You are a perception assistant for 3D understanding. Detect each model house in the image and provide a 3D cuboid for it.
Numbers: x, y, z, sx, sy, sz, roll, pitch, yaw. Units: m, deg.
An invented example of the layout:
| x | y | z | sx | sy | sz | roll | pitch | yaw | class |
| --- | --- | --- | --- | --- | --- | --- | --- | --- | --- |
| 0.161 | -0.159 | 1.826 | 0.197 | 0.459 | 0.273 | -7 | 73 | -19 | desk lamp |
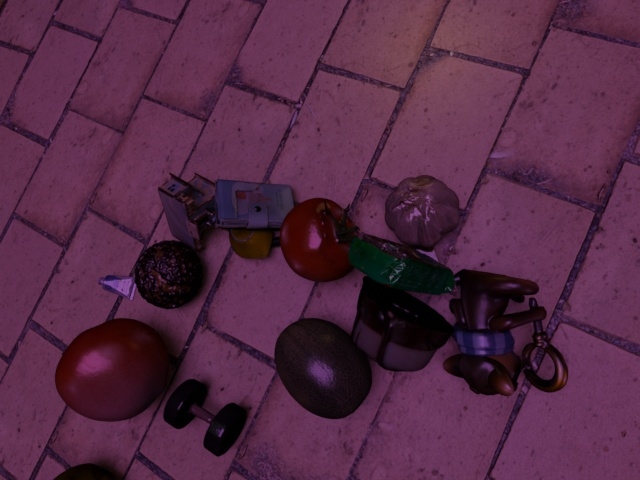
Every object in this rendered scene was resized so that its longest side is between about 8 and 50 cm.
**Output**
| x | y | z | sx | sy | sz | roll | pitch | yaw | class |
| --- | --- | --- | --- | --- | --- | --- | --- | --- | --- |
| -0.403 | -0.122 | 1.442 | 0.178 | 0.271 | 0.206 | 27 | 52 | 20 | model house |

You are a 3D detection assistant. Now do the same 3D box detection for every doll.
| x | y | z | sx | sy | sz | roll | pitch | yaw | class |
| --- | --- | --- | --- | --- | --- | --- | --- | --- | --- |
| 0.471 | 0.240 | 1.137 | 0.318 | 0.209 | 0.340 | -8 | 74 | 47 | doll |

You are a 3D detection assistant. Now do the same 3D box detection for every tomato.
| x | y | z | sx | sy | sz | roll | pitch | yaw | class |
| --- | --- | --- | --- | --- | --- | --- | --- | --- | --- |
| -0.640 | 0.411 | 1.342 | 0.321 | 0.321 | 0.321 | -3 | 79 | 15 | tomato |
| 0.000 | 0.000 | 1.273 | 0.224 | 0.256 | 0.256 | -19 | 75 | 27 | tomato |

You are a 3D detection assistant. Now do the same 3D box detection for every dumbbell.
| x | y | z | sx | sy | sz | roll | pitch | yaw | class |
| --- | --- | --- | --- | --- | --- | --- | --- | --- | --- |
| -0.357 | 0.545 | 1.316 | 0.218 | 0.152 | 0.152 | 23 | 87 | 19 | dumbbell |

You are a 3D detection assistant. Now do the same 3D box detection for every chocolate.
| x | y | z | sx | sy | sz | roll | pitch | yaw | class |
| --- | --- | --- | --- | --- | --- | --- | --- | --- | --- |
| 0.201 | 0.244 | 1.152 | 0.283 | 0.283 | 0.186 | 31 | 96 | 18 | chocolate |

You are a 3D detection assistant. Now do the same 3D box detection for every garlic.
| x | y | z | sx | sy | sz | roll | pitch | yaw | class |
| --- | --- | --- | --- | --- | --- | --- | --- | --- | --- |
| 0.292 | -0.093 | 1.246 | 0.228 | 0.152 | 0.228 | -7 | 64 | 14 | garlic |

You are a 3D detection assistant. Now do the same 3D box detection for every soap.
| x | y | z | sx | sy | sz | roll | pitch | yaw | class |
| --- | --- | --- | --- | --- | --- | --- | --- | --- | --- |
| 0.224 | 0.067 | 1.134 | 0.218 | 0.273 | 0.098 | 31 | 102 | 43 | soap |

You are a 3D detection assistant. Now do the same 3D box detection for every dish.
| x | y | z | sx | sy | sz | roll | pitch | yaw | class |
| --- | --- | --- | --- | --- | --- | --- | --- | --- | --- |
| -0.247 | -0.027 | 1.408 | 0.149 | 0.080 | 0.207 | -43 | 59 | -4 | dish |

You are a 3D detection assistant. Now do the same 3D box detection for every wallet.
| x | y | z | sx | sy | sz | roll | pitch | yaw | class |
| --- | --- | --- | --- | --- | --- | --- | --- | --- | --- |
| -0.209 | -0.114 | 1.362 | 0.250 | 0.075 | 0.176 | 1 | 59 | -20 | wallet |

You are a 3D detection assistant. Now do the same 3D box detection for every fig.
| x | y | z | sx | sy | sz | roll | pitch | yaw | class |
| --- | --- | --- | --- | --- | --- | --- | --- | --- | --- |
| -0.782 | 0.855 | 1.341 | 0.271 | 0.239 | 0.239 | -42 | 72 | 19 | fig |

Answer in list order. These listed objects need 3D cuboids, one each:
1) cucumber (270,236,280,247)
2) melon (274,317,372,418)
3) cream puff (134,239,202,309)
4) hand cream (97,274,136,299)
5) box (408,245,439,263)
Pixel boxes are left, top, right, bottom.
| x | y | z | sx | sy | sz | roll | pitch | yaw | class |
| --- | --- | --- | --- | --- | --- | --- | --- | --- | --- |
| -0.173 | 0.009 | 1.427 | 0.184 | 0.033 | 0.036 | -12 | 54 | 16 | cucumber |
| 0.002 | 0.356 | 1.207 | 0.301 | 0.237 | 0.237 | 40 | 92 | 23 | melon |
| -0.518 | 0.114 | 1.426 | 0.239 | 0.165 | 0.239 | 0 | 91 | 21 | cream puff |
| -0.747 | 0.162 | 1.554 | 0.142 | 0.053 | 0.084 | 12 | 82 | 7 | hand cream |
| 0.264 | 0.084 | 1.293 | 0.193 | 0.030 | 0.121 | -20 | 75 | 12 | box |
